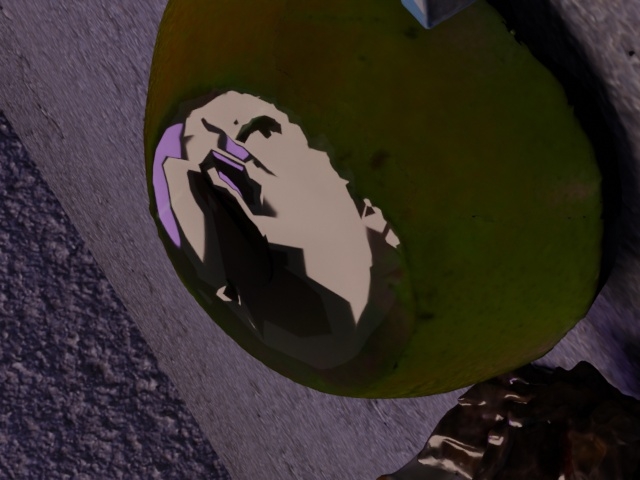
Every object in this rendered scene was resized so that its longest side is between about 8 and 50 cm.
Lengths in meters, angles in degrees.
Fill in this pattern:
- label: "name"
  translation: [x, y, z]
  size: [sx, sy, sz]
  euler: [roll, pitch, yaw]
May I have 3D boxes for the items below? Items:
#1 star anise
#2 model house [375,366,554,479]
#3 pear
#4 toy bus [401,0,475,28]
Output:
- label: "star anise"
  translation: [0.196, 0.145, 1.299]
  size: [0.236, 0.223, 0.109]
  euler: [10, 100, 22]
- label: "model house"
  translation: [0.149, 0.297, 1.556]
  size: [0.271, 0.301, 0.190]
  euler: [58, 158, -6]
- label: "pear"
  translation: [0.003, -0.044, 1.233]
  size: [0.399, 0.165, 0.399]
  euler: [23, 130, 30]
- label: "toy bus"
  translation: [0.052, -0.267, 1.002]
  size: [0.131, 0.106, 0.297]
  euler: [50, 166, 36]
